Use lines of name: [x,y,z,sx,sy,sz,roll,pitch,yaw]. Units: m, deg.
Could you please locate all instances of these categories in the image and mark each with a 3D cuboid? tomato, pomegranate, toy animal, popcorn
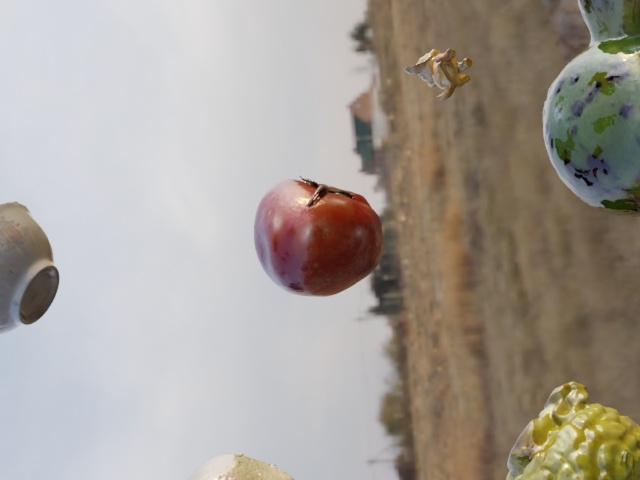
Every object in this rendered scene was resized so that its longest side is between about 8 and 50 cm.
tomato: [0.000,0.000,1.531,0.187,0.187,0.151,-1,-75,-85]
pomegranate: [0.363,-0.174,1.362,0.242,0.242,0.306,-87,-20,-54]
toy animal: [0.140,-0.197,1.413,0.083,0.060,0.081,-10,65,56]
popcorn: [0.390,0.349,1.797,0.237,0.205,0.252,-41,50,42]

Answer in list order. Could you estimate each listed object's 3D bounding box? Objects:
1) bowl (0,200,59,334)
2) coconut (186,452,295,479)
bowl: [-0.387,0.054,1.480,0.189,0.086,0.189,-55,-19,-30]
coconut: [-0.123,0.430,1.680,0.230,0.227,0.227,-66,-29,-72]
